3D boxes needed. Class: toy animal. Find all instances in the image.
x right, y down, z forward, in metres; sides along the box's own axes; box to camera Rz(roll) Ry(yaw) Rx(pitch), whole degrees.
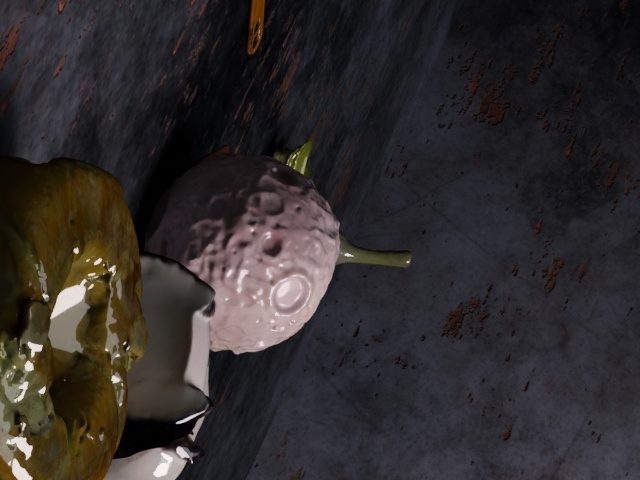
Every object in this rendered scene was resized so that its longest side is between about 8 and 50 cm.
[{"bbox_3d":[-0.230,0.149,1.878,0.251,0.251,0.310,-62,180,-28],"label":"toy animal"}]

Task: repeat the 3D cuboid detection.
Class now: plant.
[{"bbox_3d":[-0.039,0.006,2.681,0.261,0.297,0.306,-29,-136,53],"label":"plant"}]

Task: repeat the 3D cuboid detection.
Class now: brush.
[{"bbox_3d":[-0.078,-0.340,2.155,0.314,0.017,0.090,99,16,-58],"label":"brush"}]

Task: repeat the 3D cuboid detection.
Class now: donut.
[{"bbox_3d":[-0.278,0.090,1.488,0.360,0.170,0.360,5,90,-76],"label":"donut"}]

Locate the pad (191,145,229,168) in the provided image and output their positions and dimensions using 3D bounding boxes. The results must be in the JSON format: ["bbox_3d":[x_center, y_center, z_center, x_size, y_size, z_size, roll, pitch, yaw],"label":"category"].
[{"bbox_3d":[-0.192,-0.001,2.351,0.181,0.004,0.267,-41,152,-70],"label":"pad"}]

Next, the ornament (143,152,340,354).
[{"bbox_3d":[-0.109,0.012,2.149,0.259,0.225,0.259,-52,-157,33],"label":"ornament"}]
